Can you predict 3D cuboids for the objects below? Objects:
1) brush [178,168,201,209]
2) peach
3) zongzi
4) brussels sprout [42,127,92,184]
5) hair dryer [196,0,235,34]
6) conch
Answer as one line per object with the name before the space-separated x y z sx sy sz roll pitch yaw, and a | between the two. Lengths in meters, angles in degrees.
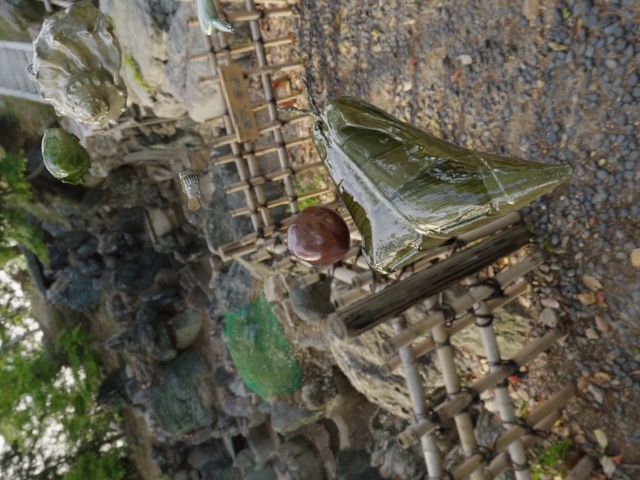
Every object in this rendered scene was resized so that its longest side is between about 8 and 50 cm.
brush | -0.477 -0.169 1.725 0.327 0.070 0.065 124 126 -69
peach | 0.000 0.000 1.083 0.152 0.152 0.152 39 139 45
zongzi | 0.204 -0.232 0.984 0.467 0.218 0.500 -33 81 38
brussels sprout | -0.822 -0.275 1.487 0.100 0.139 0.181 9 120 30
hair dryer | -0.361 -0.790 1.589 0.237 0.075 0.206 47 157 30
conch | -0.559 -0.420 1.054 0.263 0.186 0.324 -46 72 36
